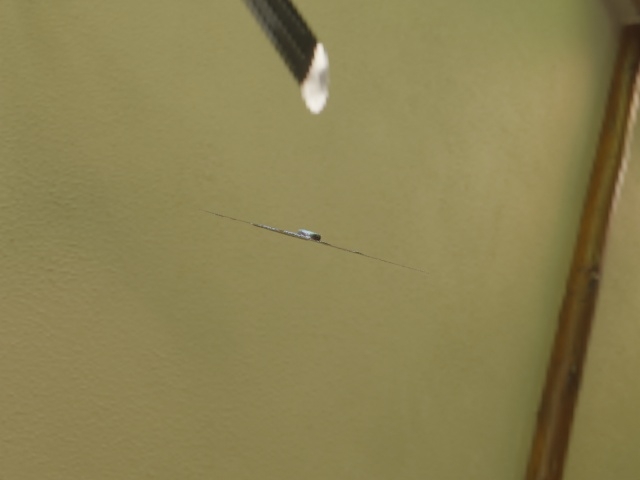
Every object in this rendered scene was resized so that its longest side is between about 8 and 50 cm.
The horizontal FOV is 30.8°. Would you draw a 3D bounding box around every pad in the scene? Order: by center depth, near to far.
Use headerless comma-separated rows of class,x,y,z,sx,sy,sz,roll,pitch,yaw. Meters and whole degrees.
pad,0.000,0.000,0.936,0.187,0.113,0.006,17,-92,-56
